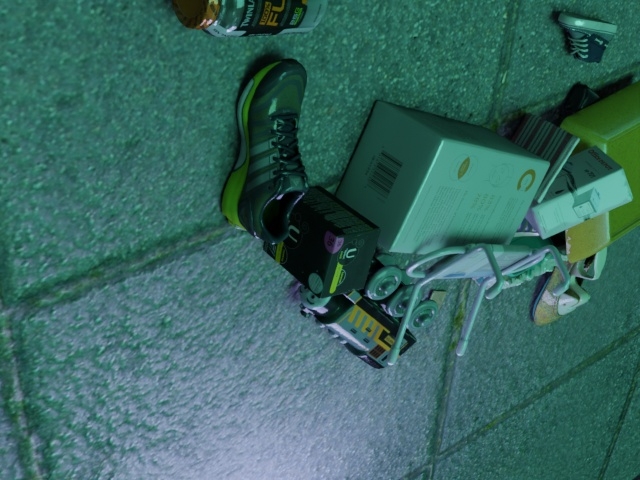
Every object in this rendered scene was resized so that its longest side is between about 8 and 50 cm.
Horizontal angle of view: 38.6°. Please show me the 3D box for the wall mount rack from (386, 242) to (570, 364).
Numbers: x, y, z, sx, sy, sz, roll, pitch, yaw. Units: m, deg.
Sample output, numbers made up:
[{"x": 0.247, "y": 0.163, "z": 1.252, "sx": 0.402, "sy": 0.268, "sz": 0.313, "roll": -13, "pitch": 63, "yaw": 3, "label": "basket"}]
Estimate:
[{"x": 0.275, "y": 0.108, "z": 1.686, "sx": 0.350, "sy": 0.130, "sz": 0.304, "roll": 1, "pitch": 152, "yaw": -42, "label": "wall mount rack"}]

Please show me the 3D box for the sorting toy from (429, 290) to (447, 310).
[{"x": 0.243, "y": 0.146, "z": 1.997, "sx": 0.062, "sy": 0.012, "sz": 0.083, "roll": 4, "pitch": 113, "yaw": -52, "label": "sorting toy"}]

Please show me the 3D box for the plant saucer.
[{"x": 0.657, "y": -0.148, "z": 1.985, "sx": 0.333, "sy": 0.081, "sz": 0.332, "roll": -27, "pitch": 118, "yaw": -33, "label": "plant saucer"}]

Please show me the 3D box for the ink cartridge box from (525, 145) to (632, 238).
[{"x": 0.493, "y": -0.096, "z": 1.804, "sx": 0.191, "sy": 0.139, "sz": 0.082, "roll": -26, "pitch": 115, "yaw": 4, "label": "ink cartridge box"}]

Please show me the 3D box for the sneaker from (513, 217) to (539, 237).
[{"x": 0.433, "y": -0.055, "z": 1.915, "sx": 0.086, "sy": 0.192, "sz": 0.064, "roll": 47, "pitch": 43, "yaw": -43, "label": "sneaker"}]

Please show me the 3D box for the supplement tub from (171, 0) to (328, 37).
[{"x": -0.093, "y": -0.328, "z": 1.205, "sx": 0.190, "sy": 0.117, "sz": 0.117, "roll": -14, "pitch": 128, "yaw": -38, "label": "supplement tub"}]

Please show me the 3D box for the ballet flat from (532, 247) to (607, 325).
[{"x": 0.627, "y": 0.089, "z": 2.252, "sx": 0.123, "sy": 0.123, "sz": 0.348, "roll": -9, "pitch": 125, "yaw": -41, "label": "ballet flat"}]

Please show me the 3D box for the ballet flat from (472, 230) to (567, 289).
[{"x": 0.498, "y": 0.007, "z": 2.075, "sx": 0.409, "sy": 0.147, "sz": 0.146, "roll": -21, "pitch": 133, "yaw": -29, "label": "ballet flat"}]

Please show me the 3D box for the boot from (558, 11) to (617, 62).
[{"x": 0.518, "y": -0.395, "z": 1.799, "sx": 0.190, "sy": 0.069, "sz": 0.086, "roll": -4, "pitch": 119, "yaw": -45, "label": "boot"}]

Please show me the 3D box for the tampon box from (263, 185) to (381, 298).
[{"x": 0.000, "y": 0.000, "z": 1.520, "sx": 0.102, "sy": 0.161, "sz": 0.120, "roll": -11, "pitch": 126, "yaw": -40, "label": "tampon box"}]

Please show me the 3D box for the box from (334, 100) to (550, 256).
[{"x": 0.222, "y": -0.101, "z": 1.657, "sx": 0.345, "sy": 0.168, "sz": 0.215, "roll": 5, "pitch": 115, "yaw": -46, "label": "box"}]

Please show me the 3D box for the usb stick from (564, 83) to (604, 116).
[{"x": 0.616, "y": -0.270, "z": 2.017, "sx": 0.278, "sy": 0.045, "sz": 0.077, "roll": 17, "pitch": 99, "yaw": -50, "label": "usb stick"}]

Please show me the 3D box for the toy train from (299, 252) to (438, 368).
[{"x": 0.092, "y": 0.122, "z": 1.737, "sx": 0.190, "sy": 0.142, "sz": 0.334, "roll": -44, "pitch": 142, "yaw": 5, "label": "toy train"}]

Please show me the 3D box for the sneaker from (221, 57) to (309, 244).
[{"x": -0.061, "y": -0.129, "z": 1.389, "sx": 0.111, "sy": 0.121, "sz": 0.299, "roll": -14, "pitch": 129, "yaw": -38, "label": "sneaker"}]

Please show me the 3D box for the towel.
[{"x": 0.422, "y": -0.164, "z": 1.793, "sx": 0.029, "sy": 0.197, "sz": 0.144, "roll": 24, "pitch": 103, "yaw": -25, "label": "towel"}]
